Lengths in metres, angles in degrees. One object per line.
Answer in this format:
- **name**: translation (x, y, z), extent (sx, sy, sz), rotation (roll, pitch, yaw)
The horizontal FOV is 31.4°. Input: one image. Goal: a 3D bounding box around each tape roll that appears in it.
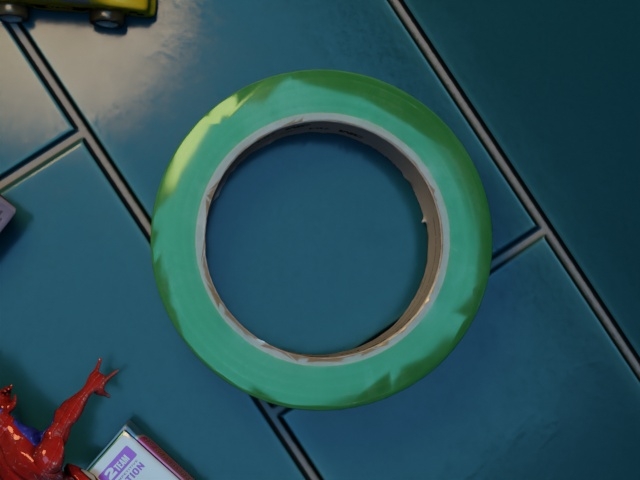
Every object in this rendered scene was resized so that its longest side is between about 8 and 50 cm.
- **tape roll**: translation (0.000, 0.000, 1.094), extent (0.321, 0.077, 0.321), rotation (0, 87, -4)

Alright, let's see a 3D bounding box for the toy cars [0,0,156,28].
- **toy cars**: translation (-0.323, -0.338, 1.080), extent (0.393, 0.087, 0.176), rotation (44, 84, -1)

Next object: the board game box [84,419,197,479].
- **board game box**: translation (-0.145, 0.363, 1.065), extent (0.316, 0.064, 0.242), rotation (43, 84, -1)

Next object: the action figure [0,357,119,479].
- **action figure**: translation (-0.299, 0.127, 1.015), extent (0.280, 0.139, 0.091), rotation (40, 126, -11)

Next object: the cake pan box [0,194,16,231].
- **cake pan box**: translation (-0.446, 0.001, 0.997), extent (0.267, 0.070, 0.246), rotation (-51, 126, -7)
